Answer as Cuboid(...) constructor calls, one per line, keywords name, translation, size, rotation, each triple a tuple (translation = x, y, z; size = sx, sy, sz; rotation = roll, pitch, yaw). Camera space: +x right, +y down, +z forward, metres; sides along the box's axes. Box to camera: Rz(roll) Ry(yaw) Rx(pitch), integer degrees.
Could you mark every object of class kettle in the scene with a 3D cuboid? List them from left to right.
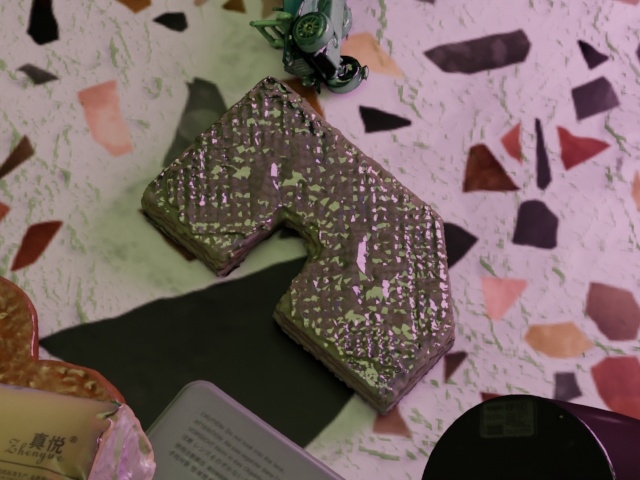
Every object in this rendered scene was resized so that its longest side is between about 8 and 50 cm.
Cuboid(name="kettle", translation=(0.187, 0.201, 1.188), size=(0.144, 0.232, 0.202), rotation=(-13, 73, 38))

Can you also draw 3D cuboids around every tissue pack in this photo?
Cuboid(name="tissue pack", translation=(-0.231, 0.176, 1.157), size=(0.222, 0.090, 0.186), rotation=(4, 60, 25))

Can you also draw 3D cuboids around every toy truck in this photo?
Cuboid(name="toy truck", translation=(-0.009, -0.190, 1.450), size=(0.078, 0.080, 0.154), rotation=(-8, 62, 22))

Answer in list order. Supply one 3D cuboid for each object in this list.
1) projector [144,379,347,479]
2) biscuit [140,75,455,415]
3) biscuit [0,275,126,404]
Cuboid(name="projector", translation=(-0.036, 0.239, 1.219), size=(0.256, 0.099, 0.192), rotation=(34, 68, 13))
Cuboid(name="biscuit", translation=(0.000, 0.000, 1.365), size=(0.250, 0.046, 0.147), rotation=(41, 68, 15))
Cuboid(name="biscuit", translation=(-0.303, 0.158, 1.265), size=(0.324, 0.049, 0.205), rotation=(-37, 71, -20))
